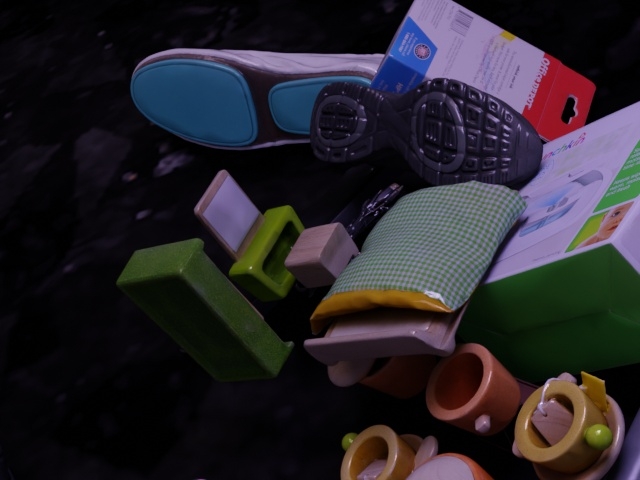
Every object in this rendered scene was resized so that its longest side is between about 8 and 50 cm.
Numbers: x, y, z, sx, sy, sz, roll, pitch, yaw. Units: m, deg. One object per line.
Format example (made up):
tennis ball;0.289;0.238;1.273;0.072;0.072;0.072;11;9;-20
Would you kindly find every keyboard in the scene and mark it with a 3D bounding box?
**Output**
keyboard;-0.011;0.014;1.338;0.317;0.033;0.201;-47;16;-23

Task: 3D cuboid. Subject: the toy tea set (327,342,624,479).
toy tea set;0.082;0.155;1.024;0.200;0.124;0.336;-59;31;-7

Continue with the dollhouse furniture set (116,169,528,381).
dollhouse furniture set;0.000;0.000;1.100;0.302;0.151;0.197;-11;39;43

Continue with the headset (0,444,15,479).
headset;-0.419;0.261;1.283;0.243;0.185;0.394;-20;53;15

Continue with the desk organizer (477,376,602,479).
desk organizer;0.195;0.163;1.069;0.130;0.047;0.050;18;58;43

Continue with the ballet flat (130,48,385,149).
ballet flat;-0.056;-0.192;1.588;0.400;0.139;0.139;5;48;29

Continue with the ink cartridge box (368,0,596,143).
ink cartridge box;0.183;-0.172;1.384;0.231;0.078;0.134;29;52;-3

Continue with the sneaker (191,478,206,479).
sneaker;-0.150;0.271;1.156;0.057;0.047;0.119;3;44;49

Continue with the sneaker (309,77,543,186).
sneaker;0.121;-0.112;1.260;0.286;0.130;0.109;19;101;46

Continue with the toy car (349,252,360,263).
toy car;0.082;0.038;1.307;0.122;0.060;0.040;-7;-6;-1

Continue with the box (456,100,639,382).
box;0.261;-0.005;1.080;0.231;0.127;0.262;-51;13;-27

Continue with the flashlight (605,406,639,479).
flashlight;0.280;0.185;0.960;0.103;0.103;0.304;-23;30;56
